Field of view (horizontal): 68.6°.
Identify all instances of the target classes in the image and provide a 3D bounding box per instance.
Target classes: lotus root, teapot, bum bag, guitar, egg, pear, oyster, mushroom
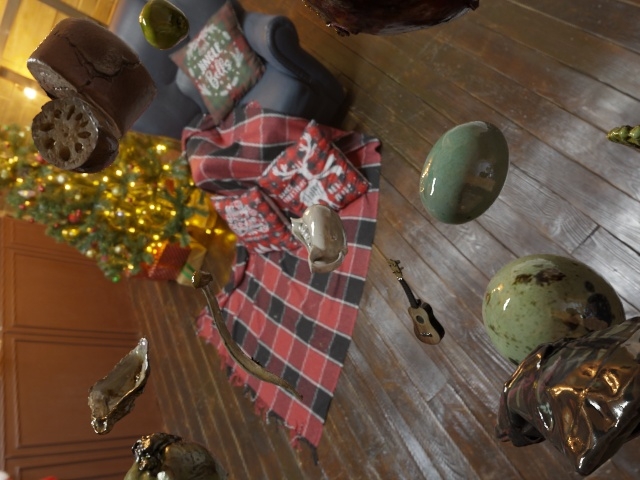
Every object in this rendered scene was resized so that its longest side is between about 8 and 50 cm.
[{"bbox_3d":[-0.405,-0.169,0.780,0.112,0.081,0.122,-33,86,4],"label":"lotus root"},{"bbox_3d":[0.000,0.000,1.429,0.300,0.165,0.208,-105,18,-61],"label":"teapot"},{"bbox_3d":[0.251,0.158,0.492,0.095,0.340,0.144,39,81,16],"label":"bum bag"},{"bbox_3d":[0.245,0.155,1.234,0.083,0.038,0.271,-10,112,49],"label":"guitar"},{"bbox_3d":[0.302,-0.143,0.984,0.169,0.169,0.237,12,73,47],"label":"egg"},{"bbox_3d":[-0.306,-0.427,0.921,0.096,0.092,0.092,-4,72,7],"label":"pear"},{"bbox_3d":[-0.166,0.124,0.394,0.051,0.034,0.093,-26,27,33],"label":"oyster"},{"bbox_3d":[0.527,0.173,1.072,0.287,0.379,0.288,-13,66,31],"label":"egg"},{"bbox_3d":[-0.145,0.178,0.844,0.306,0.043,0.068,50,141,17],"label":"mushroom"},{"bbox_3d":[-0.198,0.426,0.653,0.173,0.173,0.309,-54,42,21],"label":"lotus root"}]

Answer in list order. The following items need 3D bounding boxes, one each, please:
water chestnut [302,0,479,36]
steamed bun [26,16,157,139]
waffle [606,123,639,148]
[{"bbox_3d":[0.078,-0.424,0.678,0.302,0.350,0.351,-46,47,52],"label":"water chestnut"},{"bbox_3d":[-0.607,-0.451,1.279,0.199,0.301,0.252,2,56,54],"label":"steamed bun"},{"bbox_3d":[0.638,-0.176,0.871,0.183,0.169,0.036,20,102,7],"label":"waffle"}]
